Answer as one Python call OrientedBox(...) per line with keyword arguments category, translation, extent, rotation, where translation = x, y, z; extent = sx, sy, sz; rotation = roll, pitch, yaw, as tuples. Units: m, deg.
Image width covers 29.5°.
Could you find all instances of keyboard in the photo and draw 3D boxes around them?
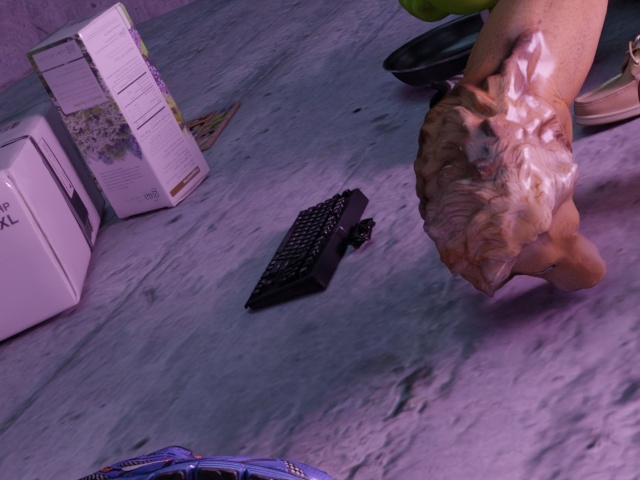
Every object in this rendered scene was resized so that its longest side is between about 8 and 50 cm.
OrientedBox(category="keyboard", translation=(0.000, 0.000, 1.076), extent=(0.108, 0.023, 0.180), rotation=(-18, 21, 22))

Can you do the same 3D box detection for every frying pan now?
OrientedBox(category="frying pan", translation=(0.173, -0.255, 1.491), extent=(0.197, 0.053, 0.326), rotation=(-20, 18, 11))

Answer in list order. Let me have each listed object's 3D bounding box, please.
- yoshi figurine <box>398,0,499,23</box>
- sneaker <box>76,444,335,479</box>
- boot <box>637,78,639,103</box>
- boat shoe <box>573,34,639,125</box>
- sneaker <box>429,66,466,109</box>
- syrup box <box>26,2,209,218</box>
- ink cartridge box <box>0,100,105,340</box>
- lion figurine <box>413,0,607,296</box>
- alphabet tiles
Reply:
OrientedBox(category="yoshi figurine", translation=(0.176, -0.312, 1.279), extent=(0.203, 0.203, 0.362), rotation=(-8, 25, 7))
OrientedBox(category="sneaker", translation=(-0.077, 0.149, 0.688), extent=(0.221, 0.083, 0.087), rotation=(-9, 16, 32))
OrientedBox(category="boot", translation=(0.353, -0.127, 0.865), extent=(0.213, 0.077, 0.165), rotation=(7, 37, 47))
OrientedBox(category="boat shoe", translation=(0.292, -0.154, 1.050), extent=(0.170, 0.059, 0.063), rotation=(-25, 18, 2))
OrientedBox(category="sneaker", translation=(0.147, -0.150, 1.220), extent=(0.075, 0.063, 0.170), rotation=(-11, 27, 22))
OrientedBox(category="syrup box", translation=(-0.240, -0.152, 1.463), extent=(0.093, 0.236, 0.096), rotation=(-12, 26, 35))
OrientedBox(category="ink cartridge box", translation=(-0.419, 0.001, 1.396), extent=(0.286, 0.166, 0.395), rotation=(-26, 17, 2))
OrientedBox(category="lion figurine", translation=(0.164, -0.147, 0.860), extent=(0.142, 0.392, 0.240), rotation=(15, -5, 8))
OrientedBox(category="alphabet tiles", translation=(-0.241, -0.130, 1.770), extent=(0.237, 0.009, 0.198), rotation=(-19, 20, 18))
